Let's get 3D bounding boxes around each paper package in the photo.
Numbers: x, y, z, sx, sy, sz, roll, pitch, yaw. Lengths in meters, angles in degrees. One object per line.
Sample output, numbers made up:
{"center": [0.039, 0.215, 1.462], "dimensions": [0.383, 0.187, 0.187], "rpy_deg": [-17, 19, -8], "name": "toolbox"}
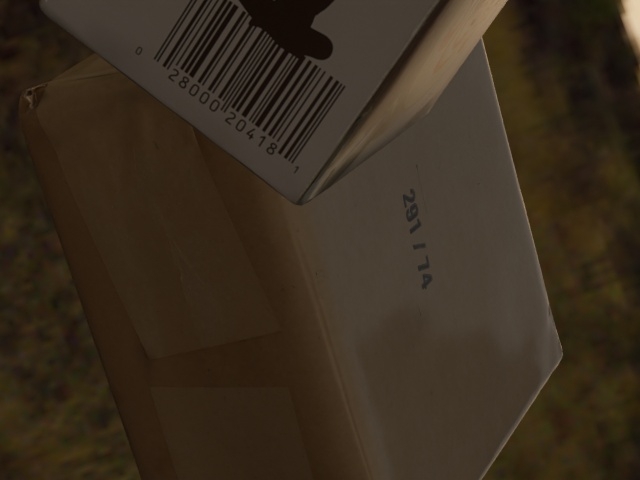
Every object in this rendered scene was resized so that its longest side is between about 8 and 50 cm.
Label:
{"center": [0.000, 0.000, 1.169], "dimensions": [0.309, 0.168, 0.325], "rpy_deg": [-44, 122, -54], "name": "paper package"}

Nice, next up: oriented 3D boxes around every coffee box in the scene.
{"center": [0.043, -0.145, 0.537], "dimensions": [0.098, 0.246, 0.141], "rpy_deg": [37, 22, 5], "name": "coffee box"}
